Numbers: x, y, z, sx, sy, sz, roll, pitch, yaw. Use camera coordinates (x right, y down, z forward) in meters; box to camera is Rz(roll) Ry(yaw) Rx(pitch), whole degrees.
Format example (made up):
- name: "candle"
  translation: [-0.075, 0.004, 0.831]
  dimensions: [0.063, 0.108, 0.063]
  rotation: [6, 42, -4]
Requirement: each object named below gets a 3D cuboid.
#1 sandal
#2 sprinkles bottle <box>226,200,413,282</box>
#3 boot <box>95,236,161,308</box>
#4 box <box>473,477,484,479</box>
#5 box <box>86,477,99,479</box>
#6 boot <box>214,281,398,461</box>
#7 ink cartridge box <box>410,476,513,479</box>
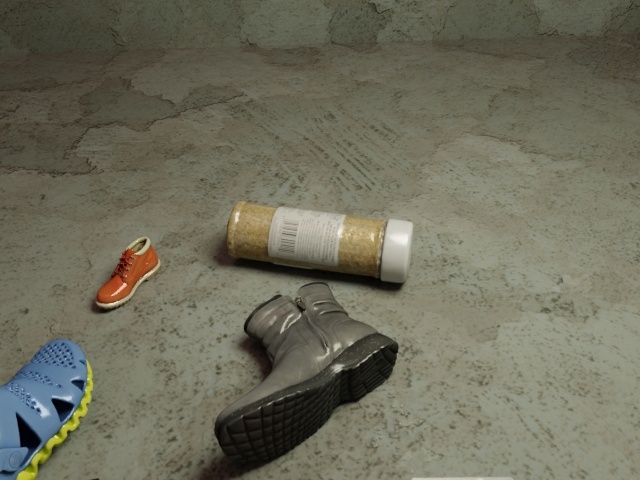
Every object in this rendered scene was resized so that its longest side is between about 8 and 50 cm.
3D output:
- name: "sandal"
  translation: [-0.432, 0.253, 0.821]
  dimensions: [0.126, 0.138, 0.317]
  rotation: [-7, 35, 13]
- name: "sprinkles bottle"
  translation: [0.000, 0.000, 1.149]
  dimensions: [0.356, 0.121, 0.121]
  rotation: [8, 40, 10]
- name: "boot"
  translation: [-0.372, 0.059, 1.111]
  dimensions: [0.059, 0.084, 0.158]
  rotation: [18, 44, 19]
- name: "box"
  translation: [0.170, 0.373, 0.598]
  dimensions: [0.114, 0.103, 0.203]
  rotation: [-14, 42, -19]
- name: "box"
  translation: [-0.340, 0.362, 0.785]
  dimensions: [0.083, 0.018, 0.067]
  rotation: [-9, 40, -11]
- name: "boot"
  translation: [-0.062, 0.195, 0.936]
  dimensions: [0.338, 0.118, 0.223]
  rotation: [-18, 38, -37]
- name: "ink cartridge box"
  translation: [0.128, 0.425, 0.668]
  dimensions: [0.261, 0.066, 0.296]
  rotation: [-1, 39, -2]
